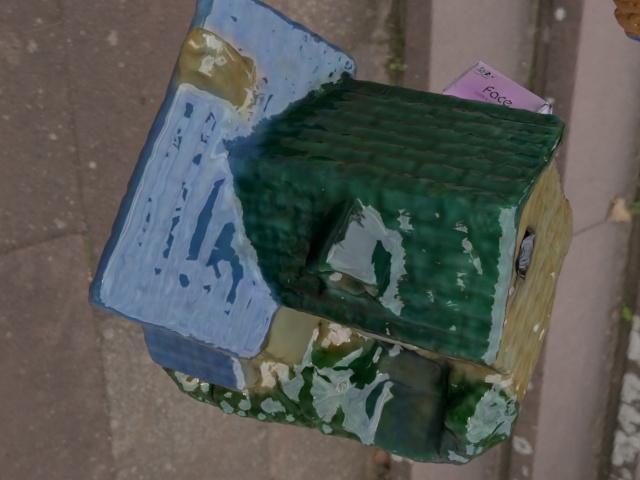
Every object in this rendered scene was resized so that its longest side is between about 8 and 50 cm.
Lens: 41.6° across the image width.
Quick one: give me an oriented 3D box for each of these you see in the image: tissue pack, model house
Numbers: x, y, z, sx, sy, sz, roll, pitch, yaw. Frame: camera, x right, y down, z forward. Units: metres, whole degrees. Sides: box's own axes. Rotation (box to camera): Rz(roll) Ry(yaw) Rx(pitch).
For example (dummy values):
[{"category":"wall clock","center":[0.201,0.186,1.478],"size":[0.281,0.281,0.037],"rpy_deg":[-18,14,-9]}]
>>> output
[{"category":"tissue pack","center":[0.277,-0.151,1.351],"size":[0.092,0.148,0.246],"rpy_deg":[-42,151,-15]},{"category":"model house","center":[0.000,0.000,0.740],"size":[0.342,0.382,0.335],"rpy_deg":[43,63,-62]}]

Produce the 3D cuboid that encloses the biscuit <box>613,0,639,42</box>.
[{"category":"biscuit","center":[0.483,-0.304,1.171],"size":[0.280,0.183,0.043],"rpy_deg":[30,86,-29]}]
